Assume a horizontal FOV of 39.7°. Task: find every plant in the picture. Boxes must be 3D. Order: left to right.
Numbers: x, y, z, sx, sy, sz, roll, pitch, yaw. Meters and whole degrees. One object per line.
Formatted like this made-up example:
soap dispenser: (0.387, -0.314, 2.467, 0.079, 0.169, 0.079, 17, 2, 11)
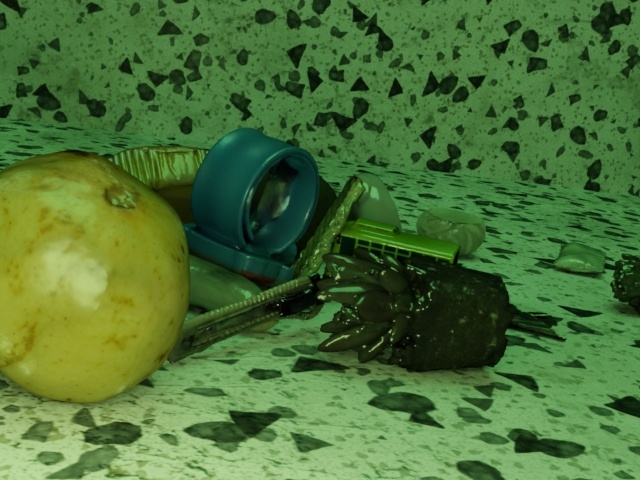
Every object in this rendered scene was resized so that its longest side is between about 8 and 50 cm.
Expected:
plant: (0.143, 0.119, 1.443, 0.320, 0.182, 0.194, 5, 19, -6)
plant: (0.752, 0.104, 2.011, 0.194, 0.129, 0.132, 13, 11, 3)

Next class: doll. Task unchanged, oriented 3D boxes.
doll: (0.078, -0.053, 2.181, 0.221, 0.221, 0.251, 3, 30, -24)

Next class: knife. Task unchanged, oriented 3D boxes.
knife: (-0.104, 0.125, 1.430, 0.043, 0.089, 0.365, 15, 21, 38)

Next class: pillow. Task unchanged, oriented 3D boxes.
pillow: (0.702, 0.048, 2.387, 0.128, 0.051, 0.229, 10, 15, 18)

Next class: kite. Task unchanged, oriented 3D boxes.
kite: (0.361, 0.143, 1.827, 0.233, 0.016, 0.321, 5, 13, -23)

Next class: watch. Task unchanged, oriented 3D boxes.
watch: (-0.104, -0.063, 1.723, 0.241, 0.275, 0.305, 23, 9, 29)

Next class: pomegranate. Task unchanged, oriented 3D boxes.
pomegranate: (-0.341, 0.053, 1.156, 0.342, 0.343, 0.342, 8, 13, -2)

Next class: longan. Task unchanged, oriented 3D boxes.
longan: (-0.071, -0.065, 2.050, 0.246, 0.215, 0.246, 32, 0, 0)

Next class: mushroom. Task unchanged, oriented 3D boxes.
mushroom: (-0.221, 0.077, 1.583, 0.351, 0.097, 0.109, 18, 18, 27)

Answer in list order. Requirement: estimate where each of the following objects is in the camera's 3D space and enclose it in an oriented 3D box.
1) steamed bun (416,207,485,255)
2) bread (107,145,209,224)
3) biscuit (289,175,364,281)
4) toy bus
steamed bun: (0.338, -0.018, 2.321, 0.182, 0.106, 0.183, 7, 17, -2)
bread: (-0.352, -0.116, 2.000, 0.288, 0.204, 0.156, -4, 54, -23)
biscuit: (0.000, 0.000, 1.784, 0.036, 0.274, 0.187, 32, -11, -8)
toy bus: (0.147, 0.047, 1.815, 0.262, 0.150, 0.128, 13, 15, 14)
